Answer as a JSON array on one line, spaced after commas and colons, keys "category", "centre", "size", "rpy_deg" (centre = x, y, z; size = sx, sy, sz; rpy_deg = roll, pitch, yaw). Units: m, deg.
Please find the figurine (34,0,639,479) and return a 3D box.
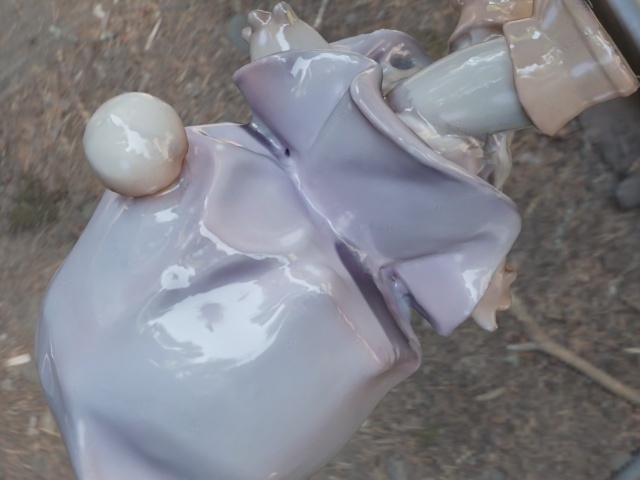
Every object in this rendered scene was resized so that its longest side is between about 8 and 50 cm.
[{"category": "figurine", "centre": [0.000, 0.001, 0.586], "size": [0.276, 0.133, 0.200], "rpy_deg": [-44, 140, 10]}]
